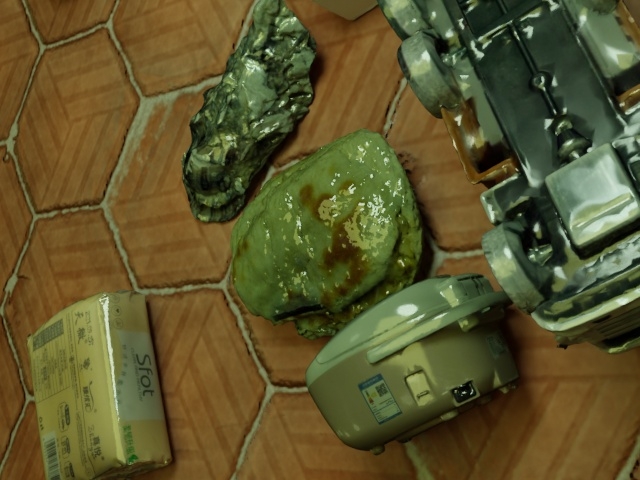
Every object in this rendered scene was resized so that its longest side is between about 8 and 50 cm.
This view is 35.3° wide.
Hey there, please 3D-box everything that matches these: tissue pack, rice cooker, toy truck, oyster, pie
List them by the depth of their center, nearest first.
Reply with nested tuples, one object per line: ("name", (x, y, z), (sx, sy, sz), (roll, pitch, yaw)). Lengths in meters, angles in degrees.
("toy truck", (0.196, -0.101, 0.797), (0.173, 0.207, 0.388), (-30, 57, 22))
("rice cooker", (0.085, 0.112, 0.913), (0.206, 0.145, 0.127), (-29, 78, 29))
("pie", (0.000, 0.000, 1.033), (0.248, 0.090, 0.201), (-28, 69, 37))
("oyster", (-0.088, -0.138, 1.148), (0.252, 0.087, 0.200), (-24, 67, 47))
("tissue pack", (-0.273, 0.186, 1.225), (0.186, 0.090, 0.222), (-29, 64, 35))

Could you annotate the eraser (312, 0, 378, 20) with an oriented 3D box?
("eraser", (0.000, -0.391, 1.104), (0.076, 0.078, 0.298), (-31, 65, 32))
